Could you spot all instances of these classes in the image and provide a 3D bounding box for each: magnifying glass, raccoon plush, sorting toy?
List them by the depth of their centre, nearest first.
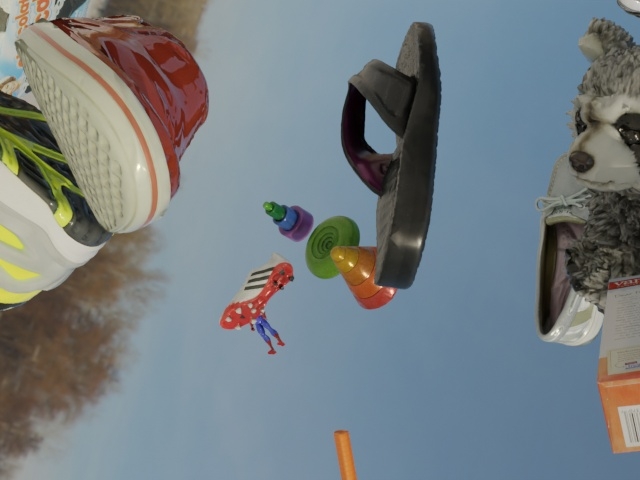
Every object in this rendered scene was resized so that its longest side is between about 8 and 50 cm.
[{"bbox_3d":[0.399,-0.103,1.088,0.446,0.216,0.299,-28,121,-49],"label":"raccoon plush"},{"bbox_3d":[0.055,0.427,1.690,0.092,0.026,0.230,-3,-80,56],"label":"magnifying glass"},{"bbox_3d":[0.000,0.000,1.850,0.127,0.126,0.365,-58,-141,1],"label":"sorting toy"}]

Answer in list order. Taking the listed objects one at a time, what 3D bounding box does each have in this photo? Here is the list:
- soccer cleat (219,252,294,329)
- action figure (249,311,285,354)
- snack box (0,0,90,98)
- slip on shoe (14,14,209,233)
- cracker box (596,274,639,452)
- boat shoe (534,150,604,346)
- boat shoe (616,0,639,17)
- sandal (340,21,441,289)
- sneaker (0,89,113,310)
[{"bbox_3d":[-0.059,0.045,0.901,0.083,0.029,0.035,-45,-139,5],"label":"soccer cleat"},{"bbox_3d":[-0.102,0.140,1.737,0.038,0.030,0.115,-48,-126,19],"label":"action figure"},{"bbox_3d":[-0.379,-0.336,1.374,0.187,0.060,0.322,-46,168,-50],"label":"snack box"},{"bbox_3d":[-0.121,-0.091,0.636,0.331,0.101,0.123,-133,-159,-71],"label":"slip on shoe"},{"bbox_3d":[0.318,0.087,0.843,0.232,0.156,0.067,-46,124,-64],"label":"cracker box"},{"bbox_3d":[0.396,0.006,1.619,0.118,0.103,0.320,4,-95,45],"label":"boat shoe"},{"bbox_3d":[0.568,-0.425,1.780,0.228,0.080,0.076,-34,164,-45],"label":"boat shoe"},{"bbox_3d":[0.077,-0.130,1.202,0.445,0.107,0.167,-81,-178,-51],"label":"sandal"},{"bbox_3d":[-0.341,-0.098,0.801,0.147,0.384,0.145,-45,179,19],"label":"sneaker"}]
